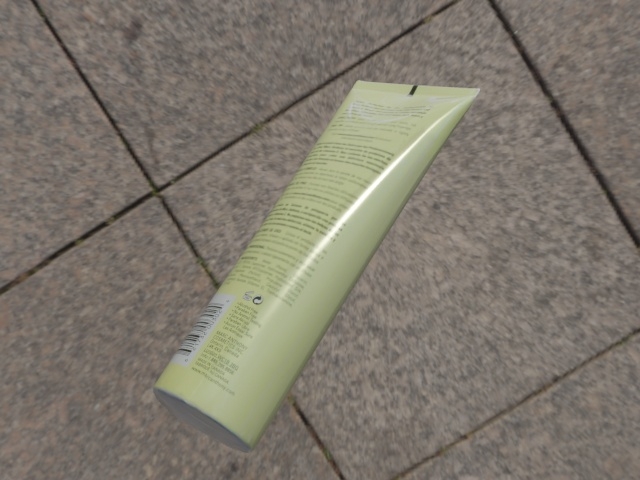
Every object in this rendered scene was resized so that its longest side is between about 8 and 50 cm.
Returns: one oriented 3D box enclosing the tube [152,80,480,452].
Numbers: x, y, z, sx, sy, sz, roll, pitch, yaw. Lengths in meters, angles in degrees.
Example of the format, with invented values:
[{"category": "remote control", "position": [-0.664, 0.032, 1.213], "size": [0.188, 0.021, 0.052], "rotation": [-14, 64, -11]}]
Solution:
[{"category": "tube", "position": [0.000, 0.000, 0.488], "size": [0.070, 0.062, 0.240], "rotation": [30, 68, 2]}]
